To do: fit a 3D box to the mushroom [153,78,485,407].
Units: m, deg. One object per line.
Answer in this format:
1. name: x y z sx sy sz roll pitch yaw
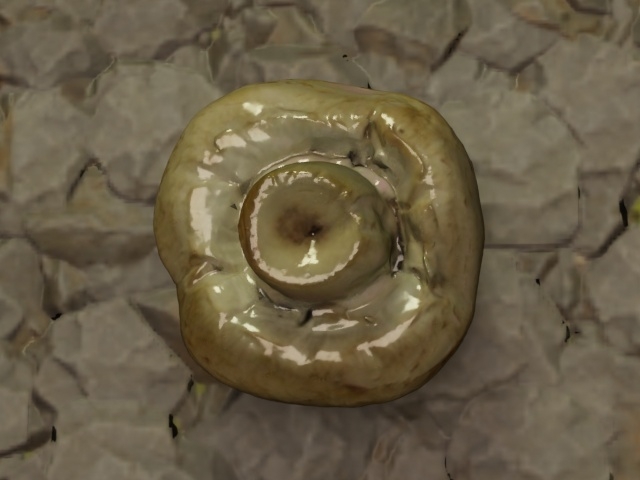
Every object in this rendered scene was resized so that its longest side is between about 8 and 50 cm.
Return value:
1. mushroom: 0.000 0.000 0.680 0.148 0.112 0.148 0 90 5
